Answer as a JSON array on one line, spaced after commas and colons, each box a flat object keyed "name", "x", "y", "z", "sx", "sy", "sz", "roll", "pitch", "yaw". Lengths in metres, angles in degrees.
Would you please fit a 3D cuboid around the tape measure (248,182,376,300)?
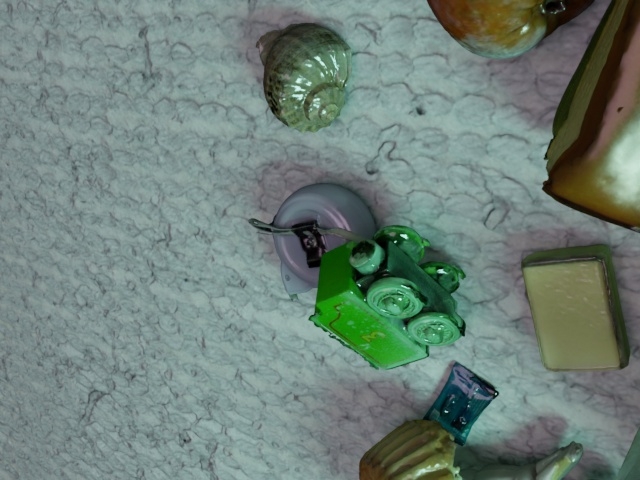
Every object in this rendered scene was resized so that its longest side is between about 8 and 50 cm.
[{"name": "tape measure", "x": -0.003, "y": -0.003, "z": 1.144, "sx": 0.196, "sy": 0.105, "sz": 0.178, "roll": -20, "pitch": 95, "yaw": 37}]

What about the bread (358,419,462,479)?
[{"name": "bread", "x": 0.148, "y": 0.426, "z": 1.111, "sx": 0.150, "sy": 0.274, "sz": 0.273, "roll": -1, "pitch": 113, "yaw": -14}]

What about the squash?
[{"name": "squash", "x": 0.353, "y": -0.211, "z": 0.860, "sx": 0.066, "sy": 0.066, "sz": 0.252, "roll": 32, "pitch": 121, "yaw": 20}]

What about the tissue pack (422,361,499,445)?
[{"name": "tissue pack", "x": 0.230, "y": 0.277, "z": 1.143, "sx": 0.085, "sy": 0.028, "sz": 0.138, "roll": 33, "pitch": 119, "yaw": 20}]

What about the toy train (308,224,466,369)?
[{"name": "toy train", "x": 0.104, "y": 0.091, "z": 1.047, "sx": 0.188, "sy": 0.132, "sz": 0.243, "roll": -25, "pitch": 131, "yaw": 32}]

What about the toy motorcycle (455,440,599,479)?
[{"name": "toy motorcycle", "x": 0.319, "y": 0.438, "z": 1.096, "sx": 0.223, "sy": 0.108, "sz": 0.340, "roll": 47, "pitch": 127, "yaw": 14}]

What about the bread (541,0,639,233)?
[{"name": "bread", "x": 0.450, "y": -0.144, "z": 0.741, "sx": 0.324, "sy": 0.143, "sz": 0.332, "roll": 20, "pitch": 118, "yaw": 8}]

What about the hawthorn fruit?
[{"name": "hawthorn fruit", "x": 0.221, "y": -0.351, "z": 0.793, "sx": 0.235, "sy": 0.231, "sz": 0.262, "roll": -17, "pitch": 102, "yaw": 25}]

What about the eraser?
[{"name": "eraser", "x": 0.361, "y": 0.096, "z": 0.971, "sx": 0.117, "sy": 0.058, "sz": 0.172, "roll": -9, "pitch": 102, "yaw": 35}]

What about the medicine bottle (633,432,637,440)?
[{"name": "medicine bottle", "x": 0.490, "y": 0.296, "z": 0.964, "sx": 0.089, "sy": 0.052, "sz": 0.052, "roll": 41, "pitch": 124, "yaw": 14}]

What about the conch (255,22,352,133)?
[{"name": "conch", "x": -0.026, "y": -0.265, "z": 1.085, "sx": 0.155, "sy": 0.130, "sz": 0.207, "roll": -35, "pitch": 60, "yaw": 4}]

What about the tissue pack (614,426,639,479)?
[{"name": "tissue pack", "x": 0.548, "y": 0.342, "z": 0.773, "sx": 0.205, "sy": 0.332, "sz": 0.404, "roll": -40, "pitch": 84, "yaw": 40}]
